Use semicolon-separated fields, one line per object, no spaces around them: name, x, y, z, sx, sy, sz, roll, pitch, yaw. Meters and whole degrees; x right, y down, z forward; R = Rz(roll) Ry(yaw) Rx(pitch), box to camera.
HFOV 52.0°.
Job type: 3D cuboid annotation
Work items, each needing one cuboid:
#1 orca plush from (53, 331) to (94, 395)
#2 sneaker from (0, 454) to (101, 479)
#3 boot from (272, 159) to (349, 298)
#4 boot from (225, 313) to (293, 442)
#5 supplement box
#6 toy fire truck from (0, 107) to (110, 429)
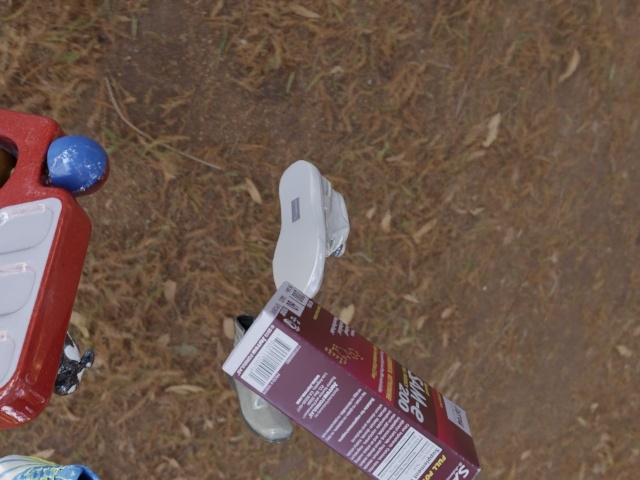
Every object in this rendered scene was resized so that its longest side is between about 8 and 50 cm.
orca plush;-0.581;0.258;1.443;0.151;0.102;0.287;19;125;-10
sneaker;-0.564;0.498;1.395;0.240;0.091;0.126;26;125;-13
boot;0.000;0.000;1.025;0.123;0.095;0.258;35;43;-39
boot;-0.126;0.274;1.327;0.083;0.246;0.161;-11;130;-31
supplement box;0.033;0.148;0.641;0.239;0.130;0.073;37;101;-1
toy fire truck;-0.291;0.008;0.511;0.253;0.302;0.169;-8;141;10
